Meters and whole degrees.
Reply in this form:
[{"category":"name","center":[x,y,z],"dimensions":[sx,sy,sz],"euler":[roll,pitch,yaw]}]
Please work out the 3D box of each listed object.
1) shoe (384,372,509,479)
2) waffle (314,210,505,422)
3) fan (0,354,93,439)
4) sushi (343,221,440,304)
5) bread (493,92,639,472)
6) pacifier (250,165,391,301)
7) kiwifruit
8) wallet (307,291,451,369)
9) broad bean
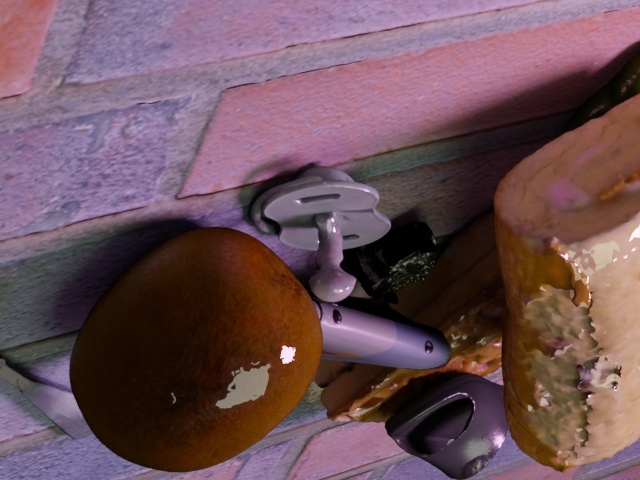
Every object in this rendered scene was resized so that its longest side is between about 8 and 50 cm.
[{"category":"shoe","center":[0.170,0.216,2.117],"dimensions":[0.108,0.093,0.241],"euler":[-36,158,21]},{"category":"waffle","center":[0.154,0.084,2.056],"dimensions":[0.308,0.091,0.213],"euler":[-39,155,23]},{"category":"fan","center":[-0.259,0.145,1.803],"dimensions":[0.057,0.023,0.282],"euler":[-29,157,2]},{"category":"sushi","center":[0.075,0.021,1.889],"dimensions":[0.083,0.056,0.085],"euler":[-34,156,-7]},{"category":"bread","center":[0.278,0.052,1.850],"dimensions":[0.236,0.165,0.375],"euler":[-33,145,-21]},{"category":"pacifier","center":[0.000,0.000,1.696],"dimensions":[0.127,0.116,0.150],"euler":[-3,159,4]},{"category":"kiwifruit","center":[-0.115,0.102,1.671],"dimensions":[0.234,0.196,0.196],"euler":[-35,156,22]},{"category":"wallet","center":[0.001,0.084,1.850],"dimensions":[0.170,0.069,0.231],"euler":[-3,167,39]},{"category":"broad bean","center":[0.292,-0.134,1.834],"dimensions":[0.061,0.046,0.195],"euler":[8,135,-50]}]
